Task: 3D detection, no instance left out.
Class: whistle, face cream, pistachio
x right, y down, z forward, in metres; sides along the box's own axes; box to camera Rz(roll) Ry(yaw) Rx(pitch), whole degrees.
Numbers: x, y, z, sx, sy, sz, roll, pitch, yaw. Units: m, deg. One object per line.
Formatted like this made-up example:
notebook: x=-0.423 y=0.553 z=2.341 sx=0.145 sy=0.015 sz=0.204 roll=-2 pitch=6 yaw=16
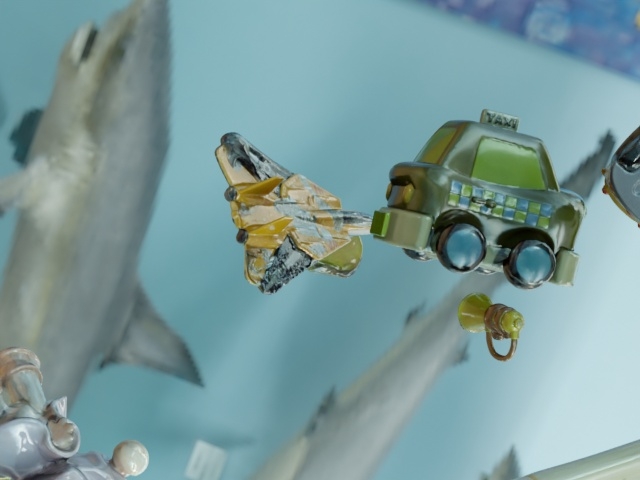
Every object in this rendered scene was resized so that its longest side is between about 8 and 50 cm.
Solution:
whistle: x=0.189 y=0.095 z=1.622 sx=0.057 sy=0.046 sz=0.109 roll=-59 pitch=-160 yaw=-1
face cream: x=0.432 y=0.428 z=2.560 sx=0.173 sy=0.349 sz=0.081 roll=108 pitch=-36 yaw=-64
pistachio: x=0.000 y=0.000 z=2.103 sx=0.089 sy=0.049 sz=0.173 roll=-53 pitch=138 yaw=-12

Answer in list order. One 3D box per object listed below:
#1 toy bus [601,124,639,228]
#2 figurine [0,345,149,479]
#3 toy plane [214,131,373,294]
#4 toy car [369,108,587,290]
toy bus: x=0.405 y=-0.099 z=1.623 sx=0.209 sy=0.126 sz=0.136 roll=-46 pitch=-178 yaw=-3
figurine: x=-0.272 y=0.237 z=1.459 sx=0.200 sy=0.276 sz=0.133 roll=-27 pitch=175 yaw=-2
toy plane: x=-0.019 y=-0.024 z=1.857 sx=0.316 sy=0.103 sz=0.204 roll=11 pitch=61 yaw=-62
toy car: x=0.201 y=-0.054 z=1.755 sx=0.204 sy=0.248 sz=0.198 roll=-162 pitch=-94 yaw=-79
